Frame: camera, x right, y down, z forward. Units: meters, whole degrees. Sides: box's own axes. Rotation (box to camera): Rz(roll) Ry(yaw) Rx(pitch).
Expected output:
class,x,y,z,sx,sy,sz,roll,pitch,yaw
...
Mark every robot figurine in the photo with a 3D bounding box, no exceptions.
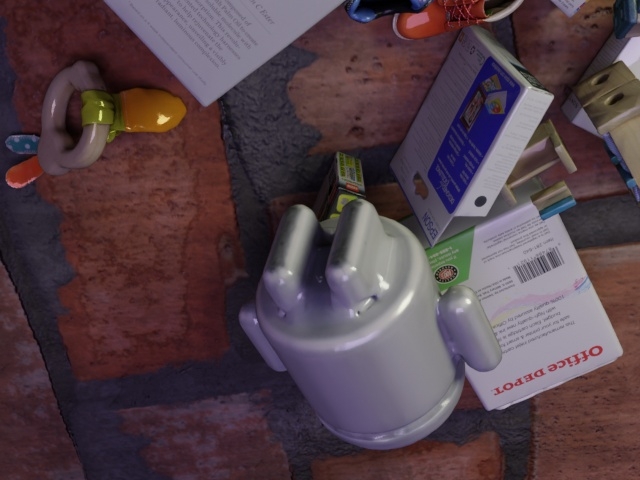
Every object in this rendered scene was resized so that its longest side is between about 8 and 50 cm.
class,x,y,z,sx,sy,sz,roll,pitch,yaw
robot figurine,0.054,0.110,0.973,0.300,0.199,0.353,-1,138,25

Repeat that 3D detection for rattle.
class,x,y,z,sx,sy,sz,roll,pitch,yaw
rattle,-0.291,-0.133,1.050,0.130,0.143,0.200,52,127,9

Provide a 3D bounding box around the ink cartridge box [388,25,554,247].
class,x,y,z,sx,sy,sz,roll,pitch,yaw
ink cartridge box,0.163,-0.121,0.960,0.045,0.206,0.208,17,118,-21

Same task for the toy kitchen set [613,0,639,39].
class,x,y,z,sx,sy,sz,roll,pitch,yaw
toy kitchen set,0.316,-0.325,0.851,0.122,0.166,0.207,-2,91,10

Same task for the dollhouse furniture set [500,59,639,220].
class,x,y,z,sx,sy,sz,roll,pitch,yaw
dollhouse furniture set,0.305,-0.093,0.964,0.184,0.129,0.129,-29,115,19

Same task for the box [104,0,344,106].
class,x,y,z,sx,sy,sz,roll,pitch,yaw
box,-0.050,-0.335,0.832,0.345,0.168,0.215,-31,115,27

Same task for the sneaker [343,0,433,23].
class,x,y,z,sx,sy,sz,roll,pitch,yaw
sneaker,0.120,-0.289,0.906,0.221,0.087,0.083,-17,133,29

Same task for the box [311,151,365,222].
class,x,y,z,sx,sy,sz,roll,pitch,yaw
box,0.000,0.000,1.078,0.036,0.114,0.206,18,117,-11

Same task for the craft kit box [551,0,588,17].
class,x,y,z,sx,sy,sz,roll,pitch,yaw
craft kit box,0.269,-0.403,0.868,0.250,0.061,0.247,35,123,-18

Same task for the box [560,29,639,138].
class,x,y,z,sx,sy,sz,roll,pitch,yaw
box,0.476,-0.232,0.990,0.232,0.058,0.322,24,117,-13

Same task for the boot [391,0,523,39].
class,x,y,z,sx,sy,sz,roll,pitch,yaw
boot,0.157,-0.268,0.952,0.158,0.084,0.059,-21,119,12

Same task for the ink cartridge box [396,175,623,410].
class,x,y,z,sx,sy,sz,roll,pitch,yaw
ink cartridge box,0.250,0.065,1.115,0.202,0.117,0.278,-26,115,13
